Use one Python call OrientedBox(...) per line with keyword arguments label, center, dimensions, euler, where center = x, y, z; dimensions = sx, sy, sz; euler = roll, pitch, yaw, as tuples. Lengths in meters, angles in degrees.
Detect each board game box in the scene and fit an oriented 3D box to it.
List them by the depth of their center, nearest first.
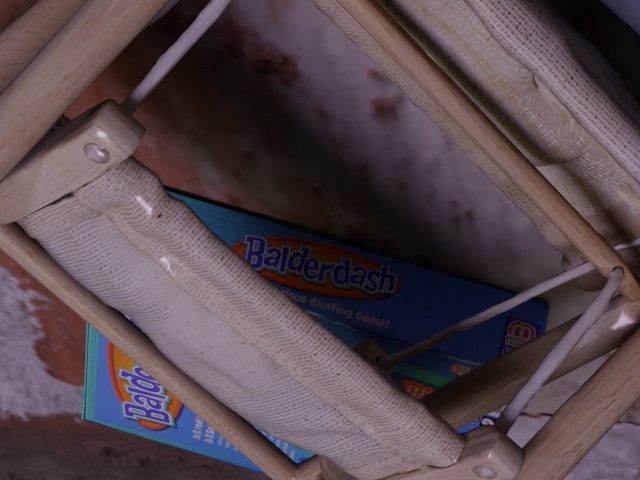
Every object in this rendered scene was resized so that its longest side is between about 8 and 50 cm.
OrientedBox(label="board game box", center=(-0.011, 0.062, 0.733), dimensions=(0.210, 0.047, 0.160), euler=(17, 143, 1))

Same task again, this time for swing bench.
OrientedBox(label="swing bench", center=(0.000, 0.000, 0.535), dimensions=(0.255, 0.165, 0.253), euler=(-40, 114, 15))

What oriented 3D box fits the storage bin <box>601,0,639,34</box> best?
OrientedBox(label="storage bin", center=(0.121, -0.101, 0.449), dimensions=(0.135, 0.098, 0.091), euler=(35, 150, -20))
